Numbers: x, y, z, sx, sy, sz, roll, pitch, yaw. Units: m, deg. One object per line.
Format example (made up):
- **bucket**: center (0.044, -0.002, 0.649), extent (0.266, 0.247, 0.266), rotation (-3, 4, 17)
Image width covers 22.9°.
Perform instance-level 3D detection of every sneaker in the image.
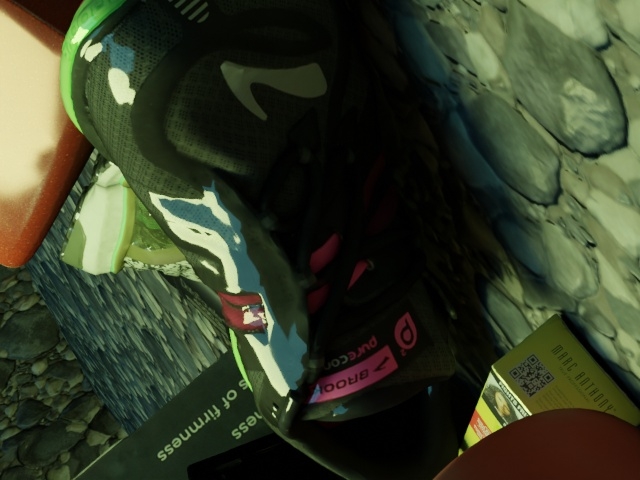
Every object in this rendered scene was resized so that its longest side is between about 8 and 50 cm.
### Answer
- **sneaker**: center (-0.093, -0.061, 1.320), extent (0.182, 0.158, 0.410), rotation (21, 159, -10)
- **sneaker**: center (0.000, 0.000, 0.975), extent (0.202, 0.185, 0.483), rotation (50, 173, 40)

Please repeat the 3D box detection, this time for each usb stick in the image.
- **usb stick**: center (-0.115, 0.060, 1.738), extent (0.278, 0.045, 0.077), rotation (39, 151, 48)

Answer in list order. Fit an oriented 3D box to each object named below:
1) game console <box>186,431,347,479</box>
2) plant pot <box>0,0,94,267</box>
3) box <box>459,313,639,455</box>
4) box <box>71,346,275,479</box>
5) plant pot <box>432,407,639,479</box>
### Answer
- **game console**: center (-0.115, 0.278, 1.149), extent (0.044, 0.361, 0.213), rotation (59, -168, -57)
- **plant pot**: center (-0.214, -0.186, 1.035), extent (0.267, 0.267, 0.235), rotation (33, 149, -15)
- **box**: center (0.143, 0.133, 1.038), extent (0.087, 0.058, 0.232), rotation (51, 165, 16)
- **box**: center (-0.025, 0.399, 1.248), extent (0.472, 0.480, 0.297), rotation (47, 174, 33)
- **plant pot**: center (0.184, 0.249, 0.803), extent (0.243, 0.275, 0.275), rotation (19, 142, 50)
